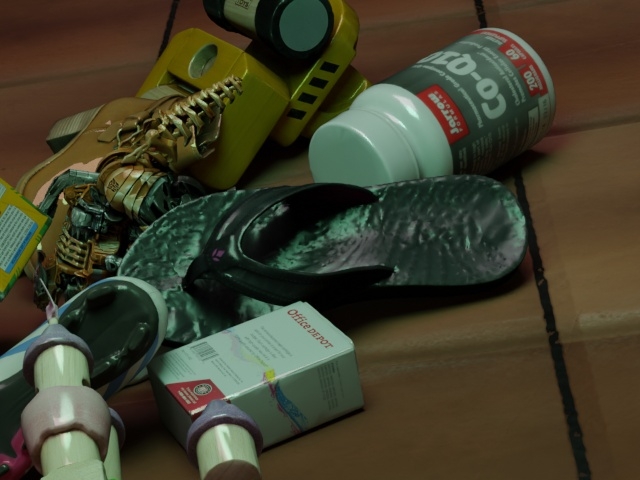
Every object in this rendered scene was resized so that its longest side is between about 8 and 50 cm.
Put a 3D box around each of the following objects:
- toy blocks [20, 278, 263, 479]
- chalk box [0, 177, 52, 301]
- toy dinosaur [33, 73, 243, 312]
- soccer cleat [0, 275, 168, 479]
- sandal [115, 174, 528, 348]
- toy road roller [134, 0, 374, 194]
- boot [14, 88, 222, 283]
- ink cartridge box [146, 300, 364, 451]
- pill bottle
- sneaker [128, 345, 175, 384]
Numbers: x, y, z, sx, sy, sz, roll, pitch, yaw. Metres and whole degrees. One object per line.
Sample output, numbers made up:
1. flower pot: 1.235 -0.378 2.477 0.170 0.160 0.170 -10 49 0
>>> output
1. toy blocks: -0.150 0.207 1.306 0.309 0.288 0.260 -15 32 -2
2. chalk box: -0.456 0.051 1.804 0.289 0.179 0.180 -43 15 28
3. toy dinosaur: -0.183 -0.033 1.865 0.322 0.218 0.164 -44 27 34
4. soccer cleat: -0.278 0.158 1.639 0.331 0.116 0.143 -36 -7 0
5. sandal: 0.001 -0.002 1.769 0.446 0.107 0.167 -11 67 -11
6. toy road roller: -0.072 -0.187 2.229 0.329 0.241 0.202 -55 36 -2
7. boot: -0.233 -0.067 2.018 0.220 0.109 0.283 -10 38 21
8. ink cartridge box: -0.063 0.139 1.652 0.175 0.072 0.127 -20 26 -18
9. pill bottle: 0.133 -0.131 2.020 0.161 0.161 0.283 17 37 43
10. sneaker: -0.222 0.103 1.763 0.080 0.094 0.212 13 34 42
